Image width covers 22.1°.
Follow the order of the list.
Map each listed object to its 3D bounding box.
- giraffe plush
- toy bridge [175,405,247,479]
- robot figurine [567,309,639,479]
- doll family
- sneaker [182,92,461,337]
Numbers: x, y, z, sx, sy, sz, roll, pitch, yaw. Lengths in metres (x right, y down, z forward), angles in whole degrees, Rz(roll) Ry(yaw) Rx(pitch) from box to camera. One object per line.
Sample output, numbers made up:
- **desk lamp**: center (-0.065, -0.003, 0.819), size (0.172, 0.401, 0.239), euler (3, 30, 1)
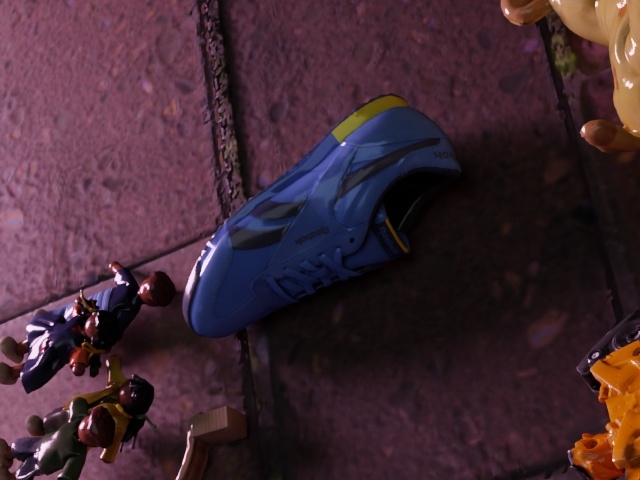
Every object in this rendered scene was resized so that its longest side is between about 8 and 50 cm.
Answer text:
- **giraffe plush**: center (0.203, -0.152, 0.963), size (0.170, 0.181, 0.210), euler (59, 137, 47)
- **toy bridge**: center (-0.073, 0.195, 1.024), size (0.063, 0.026, 0.188), euler (-19, 58, 24)
- **robot figurine**: center (0.261, 0.060, 0.819), size (0.291, 0.085, 0.211), euler (-30, 24, 17)
- **doll family**: center (-0.155, 0.086, 1.101), size (0.111, 0.076, 0.193), euler (-25, 53, 25)
- **sneaker**: center (0.000, 0.000, 1.050), size (0.209, 0.069, 0.082), euler (-42, 56, 7)
